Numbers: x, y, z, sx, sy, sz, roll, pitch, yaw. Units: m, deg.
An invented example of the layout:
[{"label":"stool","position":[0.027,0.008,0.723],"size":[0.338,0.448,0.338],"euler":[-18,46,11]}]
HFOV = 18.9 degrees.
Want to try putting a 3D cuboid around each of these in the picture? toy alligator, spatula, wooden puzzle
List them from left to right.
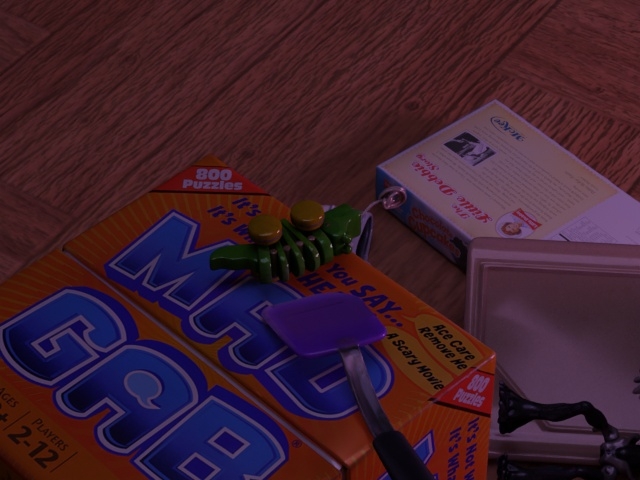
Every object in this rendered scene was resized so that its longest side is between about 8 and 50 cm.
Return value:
[{"label":"toy alligator","position":[0.000,0.000,1.611],"size":[0.189,0.056,0.051],"euler":[-19,46,-20]},{"label":"spatula","position":[0.043,0.131,1.491],"size":[0.084,0.030,0.296],"euler":[-14,45,-18]},{"label":"wooden puzzle","position":[0.255,0.114,1.962],"size":[0.221,0.044,0.239],"euler":[3,72,4]}]

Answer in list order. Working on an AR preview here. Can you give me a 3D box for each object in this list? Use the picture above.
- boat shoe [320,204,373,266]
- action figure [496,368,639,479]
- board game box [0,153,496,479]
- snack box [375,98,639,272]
[{"label":"boat shoe","position":[0.025,0.040,2.064],"size":[0.081,0.079,0.227],"euler":[-2,41,6]},{"label":"action figure","position":[0.306,0.204,1.834],"size":[0.275,0.141,0.164],"euler":[1,79,7]},{"label":"board game box","position":[-0.102,0.217,1.685],"size":[0.356,0.356,0.356],"euler":[-35,53,-30]},{"label":"snack box","position":[0.233,-0.023,2.136],"size":[0.187,0.060,0.322],"euler":[-30,51,-26]}]
